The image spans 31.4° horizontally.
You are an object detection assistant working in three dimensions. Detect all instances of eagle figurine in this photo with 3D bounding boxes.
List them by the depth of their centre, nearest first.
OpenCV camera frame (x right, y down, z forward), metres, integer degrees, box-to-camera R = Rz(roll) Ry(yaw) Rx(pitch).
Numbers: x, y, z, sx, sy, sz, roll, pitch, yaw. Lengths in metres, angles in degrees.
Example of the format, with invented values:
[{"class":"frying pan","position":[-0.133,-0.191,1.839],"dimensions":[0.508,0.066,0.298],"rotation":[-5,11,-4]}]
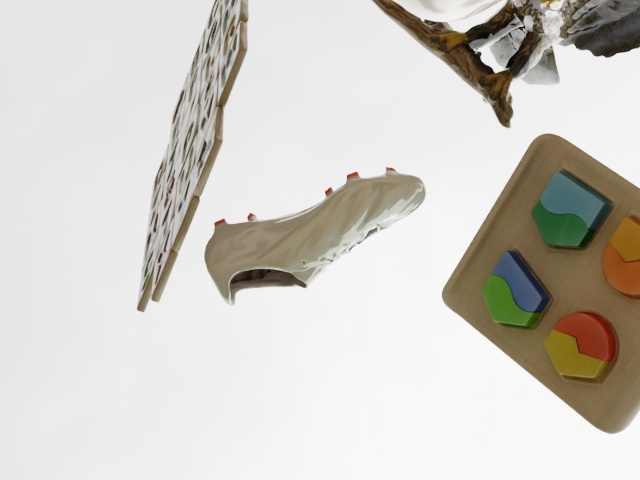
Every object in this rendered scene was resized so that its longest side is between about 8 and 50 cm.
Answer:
[{"class":"eagle figurine","position":[0.238,-0.257,1.088],"dimensions":[0.298,0.226,0.225],"rotation":[-48,-145,14]}]

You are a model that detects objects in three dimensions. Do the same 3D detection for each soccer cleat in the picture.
[{"class":"soccer cleat","position":[0.000,0.000,0.953],"dimensions":[0.196,0.068,0.076],"rotation":[-18,-121,0]}]

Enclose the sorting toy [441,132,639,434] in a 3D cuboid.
[{"class":"sorting toy","position":[0.224,0.036,0.995],"dimensions":[0.208,0.038,0.193],"rotation":[39,-70,27]}]

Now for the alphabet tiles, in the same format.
[{"class":"alphabet tiles","position":[-0.120,-0.108,1.078],"dimensions":[0.011,0.285,0.342],"rotation":[17,-148,-14]}]

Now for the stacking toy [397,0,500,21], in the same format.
[{"class":"stacking toy","position":[0.084,-0.391,0.606],"dimensions":[0.350,0.350,0.480],"rotation":[-33,-86,4]}]
